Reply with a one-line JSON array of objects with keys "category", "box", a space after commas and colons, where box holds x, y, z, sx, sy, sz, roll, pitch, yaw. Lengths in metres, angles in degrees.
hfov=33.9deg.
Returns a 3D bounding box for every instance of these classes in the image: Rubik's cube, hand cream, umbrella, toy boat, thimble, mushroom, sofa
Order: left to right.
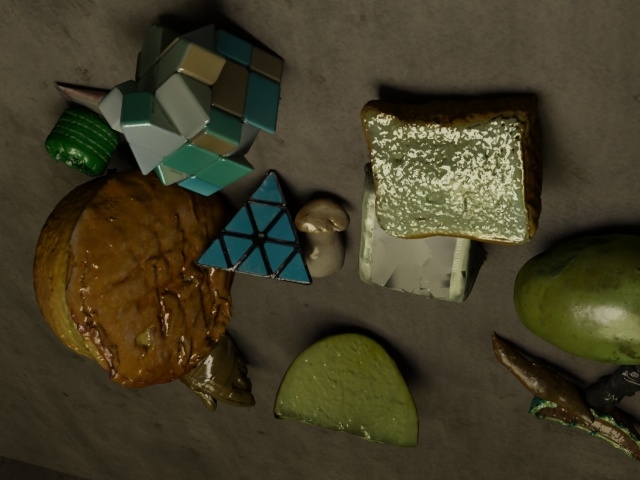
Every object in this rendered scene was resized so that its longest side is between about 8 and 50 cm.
[{"category": "thimble", "box": [-0.415, -0.170, 1.831, 0.118, 0.090, 0.130, 35, 164, -37]}, {"category": "hand cream", "box": [-0.356, -0.229, 1.779, 0.210, 0.043, 0.067, 12, 154, 25]}, {"category": "Rubik's cube", "box": [-0.201, -0.204, 1.559, 0.213, 0.224, 0.265, 20, 151, -32]}, {"category": "Rubik's cube", "box": [-0.059, 0.027, 1.859, 0.178, 0.211, 0.190, 43, -172, 29]}, {"category": "mushroom", "box": [0.000, 0.001, 1.887, 0.097, 0.088, 0.212, 28, 149, 11]}, {"category": "sofa", "box": [0.177, -0.030, 1.747, 0.210, 0.176, 0.225, 10, 119, 17]}, {"category": "toy boat", "box": [0.571, 0.383, 2.164, 0.293, 0.099, 0.108, 27, 149, 2]}, {"category": "umbrella", "box": [0.580, 0.268, 2.009, 0.066, 0.059, 0.235, 6, 153, -10]}]

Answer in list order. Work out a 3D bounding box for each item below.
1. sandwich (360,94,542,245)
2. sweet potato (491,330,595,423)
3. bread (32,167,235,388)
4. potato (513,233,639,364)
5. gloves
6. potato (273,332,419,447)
[{"category": "sandwich", "box": [0.194, -0.101, 1.541, 0.251, 0.087, 0.226, 4, 124, 22]}, {"category": "sweet potato", "box": [0.434, 0.275, 2.074, 0.274, 0.067, 0.067, 37, 147, -9]}, {"category": "bread", "box": [-0.325, 0.063, 1.881, 0.215, 0.398, 0.398, 10, 151, 42]}, {"category": "potato", "box": [0.456, 0.094, 1.661, 0.305, 0.215, 0.216, -4, 142, 30]}, {"category": "gloves", "box": [-0.264, 0.280, 2.432, 0.331, 0.154, 0.141, 40, 146, -18]}, {"category": "potato", "box": [0.046, 0.317, 2.296, 0.330, 0.212, 0.280, 17, 169, -14]}]
